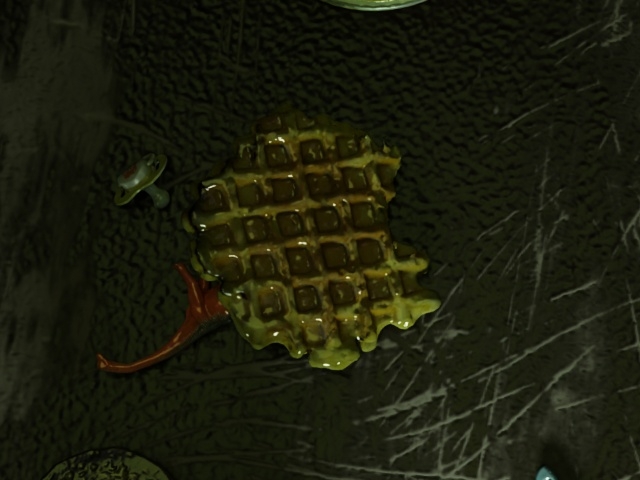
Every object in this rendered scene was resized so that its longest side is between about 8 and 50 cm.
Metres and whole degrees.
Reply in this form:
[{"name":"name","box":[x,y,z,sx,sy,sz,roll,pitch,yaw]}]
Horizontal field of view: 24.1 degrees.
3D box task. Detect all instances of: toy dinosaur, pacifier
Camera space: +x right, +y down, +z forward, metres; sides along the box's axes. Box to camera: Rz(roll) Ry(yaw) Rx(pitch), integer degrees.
[{"name":"toy dinosaur","box":[-0.135,0.069,1.733,0.279,0.055,0.101,-20,85,1]},{"name":"pacifier","box":[-0.204,-0.065,1.769,0.083,0.068,0.064,-37,114,15]}]

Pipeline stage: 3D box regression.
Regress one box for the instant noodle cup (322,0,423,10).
[{"name":"instant noodle cup","box":[0.057,-0.452,1.705,0.325,0.254,0.326,-1,81,5]}]

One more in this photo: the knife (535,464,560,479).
[{"name":"knife","box":[0.320,0.390,1.661,0.044,0.019,0.313,-32,80,7]}]

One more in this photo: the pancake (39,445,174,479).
[{"name":"pancake","box":[-0.236,0.332,1.714,0.184,0.020,0.191,-2,79,4]}]

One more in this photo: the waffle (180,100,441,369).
[{"name":"waffle","box":[-0.006,-0.008,1.711,0.281,0.058,0.301,-34,85,-17]}]
